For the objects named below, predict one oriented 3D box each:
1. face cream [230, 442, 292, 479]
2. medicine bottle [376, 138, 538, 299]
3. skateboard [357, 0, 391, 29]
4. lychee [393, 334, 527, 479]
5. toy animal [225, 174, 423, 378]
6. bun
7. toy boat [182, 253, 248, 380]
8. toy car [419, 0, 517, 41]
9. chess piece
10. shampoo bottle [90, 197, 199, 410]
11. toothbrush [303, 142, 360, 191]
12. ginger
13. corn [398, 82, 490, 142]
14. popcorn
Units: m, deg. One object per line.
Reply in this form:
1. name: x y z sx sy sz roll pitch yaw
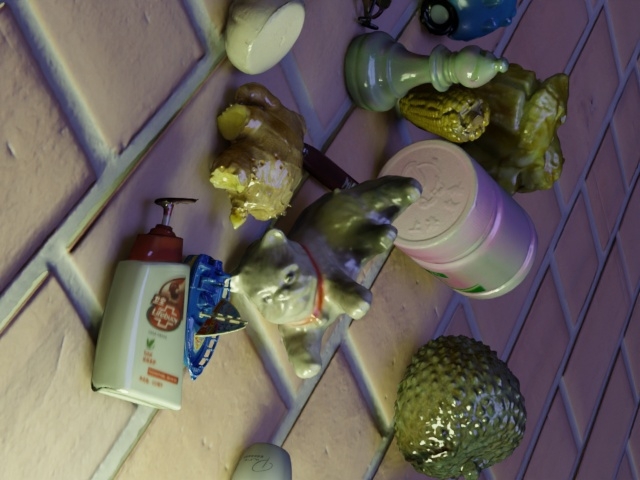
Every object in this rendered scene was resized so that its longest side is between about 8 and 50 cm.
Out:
1. face cream: -0.086 0.355 1.781 0.091 0.091 0.095 57 38 -44
2. medicine bottle: 0.250 -0.032 2.201 0.325 0.212 0.212 32 64 -56
3. skateboard: 0.078 -0.417 2.043 0.151 0.067 0.080 32 74 -60
4. lychee: 0.246 0.310 2.209 0.255 0.255 0.274 30 35 -56
5. toy animal: 0.000 0.000 1.804 0.188 0.308 0.266 35 18 -14
6. bun: -0.093 -0.313 1.735 0.138 0.094 0.138 -49 165 -18
7. toy boat: -0.148 0.106 1.643 0.091 0.110 0.174 29 69 -56
8. toy car: 0.293 -0.502 2.268 0.188 0.190 0.255 -36 120 -51
9. chess piece: 0.187 -0.290 2.021 0.139 0.272 0.139 -1 92 -59
10. shampoo bottle: -0.214 0.070 1.566 0.153 0.071 0.284 28 69 -58
11. toothbrush: -0.003 -0.120 1.941 0.364 0.041 0.040 35 63 -54
12. ginger: -0.087 -0.112 1.739 0.157 0.102 0.216 40 59 -45
13. corn: 0.215 -0.229 2.116 0.097 0.262 0.097 -6 105 -21
14. popcorn: 0.375 -0.223 2.389 0.276 0.226 0.276 7 90 -70
